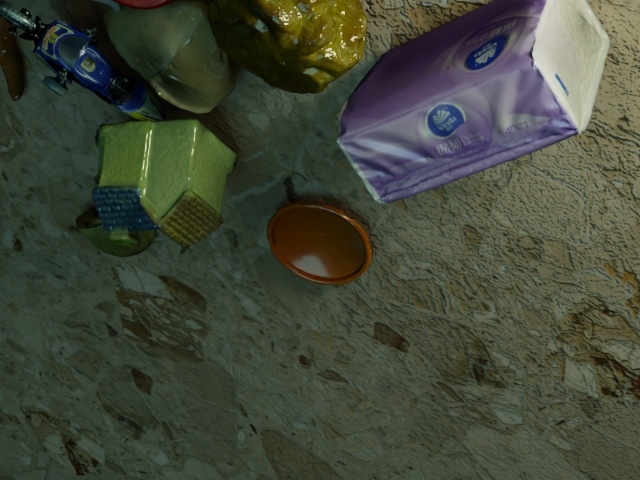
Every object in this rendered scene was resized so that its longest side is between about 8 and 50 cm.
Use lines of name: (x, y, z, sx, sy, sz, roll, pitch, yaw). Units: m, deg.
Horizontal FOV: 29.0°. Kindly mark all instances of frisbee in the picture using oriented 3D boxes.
frisbee: (0.000, 0.000, 2.161, 0.192, 0.035, 0.192, 12, 135, 13)

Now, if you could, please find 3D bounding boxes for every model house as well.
model house: (-0.268, -0.080, 2.048, 0.214, 0.189, 0.195, -1, 158, 20)

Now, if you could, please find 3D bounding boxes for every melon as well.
melon: (-0.376, -0.010, 2.286, 0.160, 0.079, 0.128, -14, 123, 33)

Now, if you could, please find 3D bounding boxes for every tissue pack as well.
tissue pack: (0.208, -0.212, 1.728, 0.338, 0.242, 0.160, -19, 118, 35)

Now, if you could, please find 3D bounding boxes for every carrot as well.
carrot: (-0.534, -0.319, 2.098, 0.047, 0.047, 0.191, 9, 137, 16)

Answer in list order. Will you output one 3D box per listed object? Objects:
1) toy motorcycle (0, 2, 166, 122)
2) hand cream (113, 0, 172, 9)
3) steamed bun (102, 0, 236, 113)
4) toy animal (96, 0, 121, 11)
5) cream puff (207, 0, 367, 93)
toy motorcycle: (-0.374, -0.277, 1.958, 0.169, 0.113, 0.315, 27, 174, 44)
hand cream: (-0.256, -0.444, 1.799, 0.193, 0.125, 0.193, 13, 133, 15)
steamed bun: (-0.219, -0.275, 1.917, 0.231, 0.110, 0.212, 11, 150, 49)
toy animal: (-0.385, -0.415, 1.831, 0.104, 0.221, 0.131, 56, 138, 35)
cream puff: (-0.047, -0.317, 1.769, 0.244, 0.196, 0.244, 32, 141, 29)
